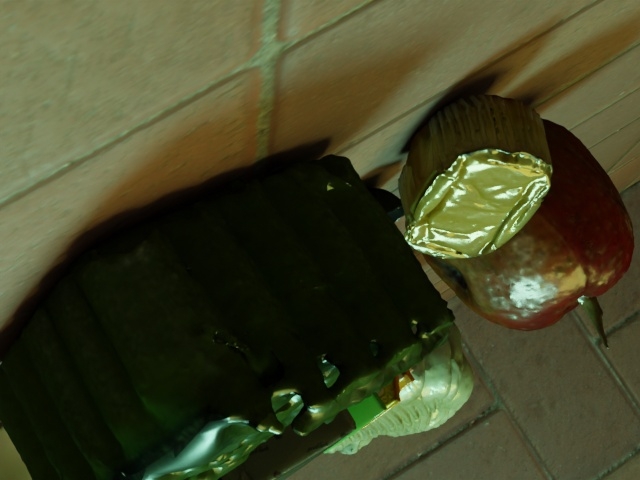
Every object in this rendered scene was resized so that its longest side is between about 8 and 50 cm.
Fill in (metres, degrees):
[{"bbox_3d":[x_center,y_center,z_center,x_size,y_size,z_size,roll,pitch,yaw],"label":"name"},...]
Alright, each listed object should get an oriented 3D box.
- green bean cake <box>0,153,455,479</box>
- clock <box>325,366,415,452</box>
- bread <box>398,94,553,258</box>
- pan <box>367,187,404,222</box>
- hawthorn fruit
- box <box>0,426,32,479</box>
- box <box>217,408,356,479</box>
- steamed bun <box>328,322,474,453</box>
[{"bbox_3d":[-0.089,0.101,1.054,0.335,0.218,0.319,-22,166,-40],"label":"green bean cake"},{"bbox_3d":[0.033,0.144,1.625,0.106,0.220,0.255,-39,169,23],"label":"clock"},{"bbox_3d":[0.158,-0.069,1.233,0.132,0.114,0.190,9,140,-18],"label":"bread"},{"bbox_3d":[0.009,-0.008,1.305,0.202,0.048,0.128,-23,165,-50],"label":"pan"},{"bbox_3d":[0.246,-0.020,1.433,0.258,0.262,0.258,-158,-90,-84],"label":"hawthorn fruit"},{"bbox_3d":[-0.426,0.315,1.375,0.168,0.095,0.212,-26,169,-29],"label":"box"},{"bbox_3d":[-0.131,0.216,1.439,0.190,0.225,0.297,-26,169,-31],"label":"box"},{"bbox_3d":[0.078,0.220,2.054,0.352,0.247,0.339,-26,155,10],"label":"steamed bun"}]
